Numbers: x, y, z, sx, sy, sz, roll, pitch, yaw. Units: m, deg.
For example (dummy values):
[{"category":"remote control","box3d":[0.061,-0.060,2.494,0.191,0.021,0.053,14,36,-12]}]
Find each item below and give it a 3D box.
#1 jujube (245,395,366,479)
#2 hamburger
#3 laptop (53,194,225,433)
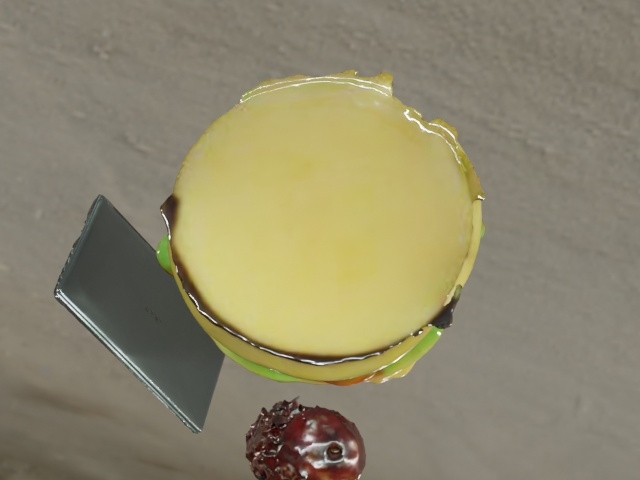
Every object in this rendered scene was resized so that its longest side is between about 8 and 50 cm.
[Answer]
[{"category":"jujube","box3d":[-0.016,0.203,1.268,0.104,0.104,0.166,18,166,-14]},{"category":"hamburger","box3d":[0.000,0.000,0.968,0.237,0.237,0.149,13,163,5]},{"category":"laptop","box3d":[-0.143,0.061,1.115,0.016,0.129,0.180,-26,120,29]}]
